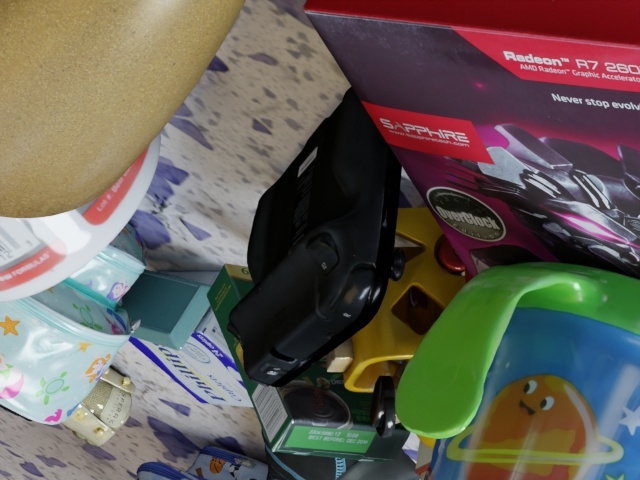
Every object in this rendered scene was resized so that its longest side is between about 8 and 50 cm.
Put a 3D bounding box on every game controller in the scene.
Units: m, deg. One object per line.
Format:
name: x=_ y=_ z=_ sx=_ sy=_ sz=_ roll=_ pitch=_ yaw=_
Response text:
game controller: x=0.000 y=0.000 z=1.308 sx=0.067 sy=0.166 sz=0.319 roll=18 pitch=162 yaw=-10

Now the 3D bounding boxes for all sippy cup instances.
sippy cup: x=0.160 y=0.168 z=1.172 sx=0.305 sy=0.224 sz=0.240 roll=30 pitch=159 yaw=-7

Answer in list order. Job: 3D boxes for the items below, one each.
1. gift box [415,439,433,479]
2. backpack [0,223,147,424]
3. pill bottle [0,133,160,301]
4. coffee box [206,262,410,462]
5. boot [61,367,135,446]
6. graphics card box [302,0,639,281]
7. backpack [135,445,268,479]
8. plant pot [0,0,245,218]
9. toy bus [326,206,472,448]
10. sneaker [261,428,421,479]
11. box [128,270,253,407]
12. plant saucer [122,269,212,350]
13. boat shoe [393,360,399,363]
gift box: x=0.219 y=0.235 z=1.446 sx=0.276 sy=0.258 sz=0.255 roll=16 pitch=159 yaw=-19
backpack: x=-0.261 y=0.034 z=1.594 sx=0.225 sy=0.191 sz=0.253 roll=36 pitch=-167 yaw=-14
pill bottle: x=-0.292 y=-0.138 z=1.322 sx=0.210 sy=0.210 sz=0.363 roll=6 pitch=147 yaw=43
coffee box: x=-0.012 y=0.095 z=1.498 sx=0.113 sy=0.184 sz=0.040 roll=10 pitch=125 yaw=-30
boot: x=-0.285 y=0.131 z=1.999 sx=0.203 sy=0.095 sz=0.262 roll=34 pitch=158 yaw=-10
graphics card box: x=0.169 y=-0.043 z=1.132 sx=0.233 sy=0.094 sz=0.371 roll=11 pitch=152 yaw=35
backpack: x=-0.120 y=0.353 z=2.117 sx=0.263 sy=0.213 sz=0.276 roll=9 pitch=139 yaw=40
plant pot: x=-0.137 y=-0.165 z=1.108 sx=0.237 sy=0.237 sz=0.254 roll=38 pitch=142 yaw=-19
toy bus: x=0.058 y=0.076 z=1.366 sx=0.104 sy=0.191 sz=0.202 roll=-1 pitch=-157 yaw=-11
sneaker: x=0.003 y=0.212 z=1.852 sx=0.139 sy=0.125 sz=0.341 roll=57 pitch=159 yaw=5
box: x=-0.093 y=0.091 z=1.730 sx=0.137 sy=0.072 sz=0.126 roll=-1 pitch=141 yaw=51
plant saucer: x=-0.166 y=0.054 z=1.712 sx=0.018 sy=0.067 sz=0.192 roll=42 pitch=162 yaw=-33
boat shoe: x=0.120 y=0.131 z=1.610 sx=0.153 sy=0.048 sz=0.056 roll=30 pitch=-179 yaw=16
